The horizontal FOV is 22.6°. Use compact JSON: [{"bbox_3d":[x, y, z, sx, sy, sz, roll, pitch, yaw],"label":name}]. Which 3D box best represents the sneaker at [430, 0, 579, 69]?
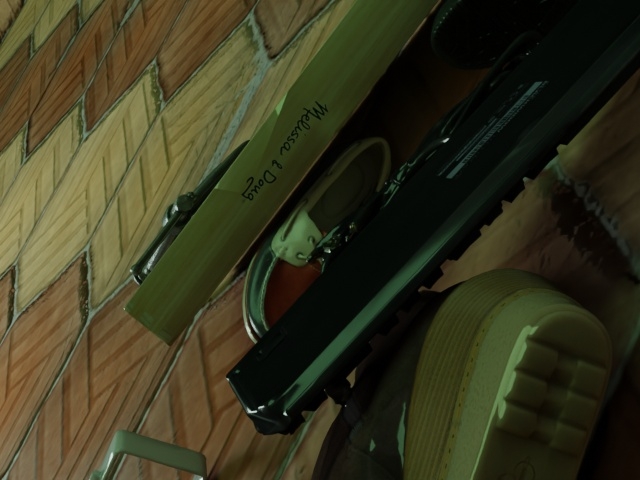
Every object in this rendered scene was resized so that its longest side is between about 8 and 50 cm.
[{"bbox_3d":[0.125,-0.164,0.832,0.170,0.051,0.089,-39,26,31],"label":"sneaker"}]

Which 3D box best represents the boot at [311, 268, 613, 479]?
[{"bbox_3d":[0.027,0.128,0.629,0.248,0.090,0.207,-62,8,-8],"label":"boot"}]

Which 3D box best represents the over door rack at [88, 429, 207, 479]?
[{"bbox_3d":[-0.182,0.267,0.838,0.324,0.108,0.239,-51,22,18],"label":"over door rack"}]

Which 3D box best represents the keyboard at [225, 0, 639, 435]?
[{"bbox_3d":[0.076,-0.040,0.708,0.317,0.033,0.201,-46,10,-3],"label":"keyboard"}]

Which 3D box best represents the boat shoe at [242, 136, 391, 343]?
[{"bbox_3d":[0.000,0.000,0.889,0.043,0.049,0.137,-22,36,57],"label":"boat shoe"}]

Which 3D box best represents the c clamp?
[{"bbox_3d":[-0.095,-0.011,1.078,0.137,0.022,0.160,-51,-2,-21],"label":"c clamp"}]

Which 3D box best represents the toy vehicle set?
[{"bbox_3d":[-0.009,-0.069,0.946,0.267,0.035,0.166,-52,2,17],"label":"toy vehicle set"}]
